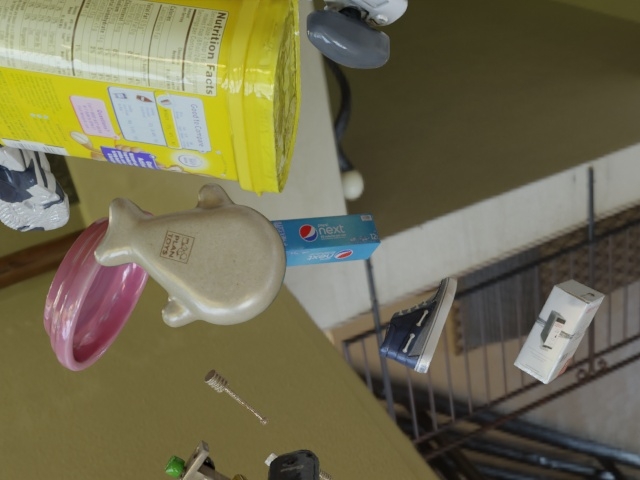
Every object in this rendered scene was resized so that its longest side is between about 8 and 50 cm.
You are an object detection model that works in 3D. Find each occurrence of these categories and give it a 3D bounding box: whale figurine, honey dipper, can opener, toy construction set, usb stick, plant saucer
[{"bbox_3d":[-0.184,0.022,1.243,0.272,0.216,0.141,14,174,4],"label":"whale figurine"},{"bbox_3d":[-0.156,0.303,1.620,0.030,0.161,0.030,-35,-153,21],"label":"honey dipper"},{"bbox_3d":[-0.020,-0.255,0.838,0.076,0.095,0.284,-15,158,42],"label":"can opener"},{"bbox_3d":[-0.152,0.453,1.500,0.309,0.237,0.257,-46,-168,30],"label":"toy construction set"},{"bbox_3d":[-0.036,0.357,1.062,0.077,0.045,0.278,-22,-161,8],"label":"usb stick"},{"bbox_3d":[-0.425,0.084,1.624,0.084,0.332,0.332,23,-143,6],"label":"plant saucer"}]

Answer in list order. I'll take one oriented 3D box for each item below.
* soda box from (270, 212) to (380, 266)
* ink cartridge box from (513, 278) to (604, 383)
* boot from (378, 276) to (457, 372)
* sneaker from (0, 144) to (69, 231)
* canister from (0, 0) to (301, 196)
[{"bbox_3d":[0.000,0.000,1.582,0.210,0.071,0.067,-4,-116,-23],"label":"soda box"},{"bbox_3d":[0.347,0.129,1.228,0.056,0.135,0.099,31,-163,26],"label":"ink cartridge box"},{"bbox_3d":[0.165,0.125,1.414,0.086,0.069,0.190,21,-127,8],"label":"boot"},{"bbox_3d":[-0.388,-0.118,1.084,0.094,0.235,0.153,-12,-115,7],"label":"sneaker"},{"bbox_3d":[-0.100,-0.089,0.465,0.170,0.126,0.073,9,-117,4],"label":"canister"}]
